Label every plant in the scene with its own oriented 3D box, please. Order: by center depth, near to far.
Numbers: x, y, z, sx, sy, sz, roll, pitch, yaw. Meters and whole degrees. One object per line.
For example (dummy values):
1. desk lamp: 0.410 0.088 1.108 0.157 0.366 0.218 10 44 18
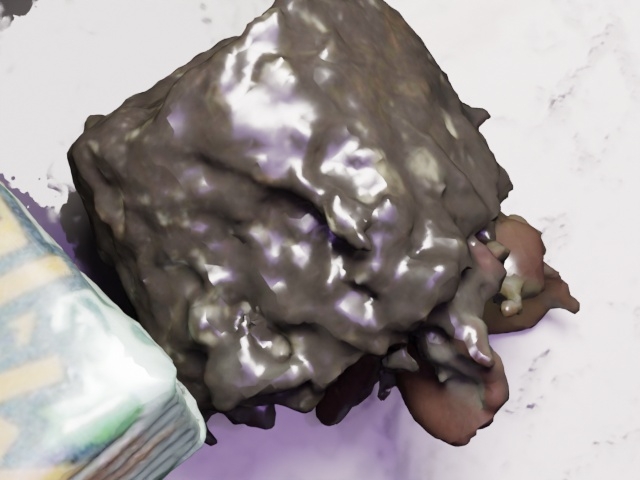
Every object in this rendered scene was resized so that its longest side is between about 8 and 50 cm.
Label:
1. plant: 0.000 0.000 0.828 0.178 0.204 0.234 -25 103 27

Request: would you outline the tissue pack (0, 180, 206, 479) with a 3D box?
1. tissue pack: -0.236 0.092 0.735 0.311 0.128 0.228 -41 73 -10
